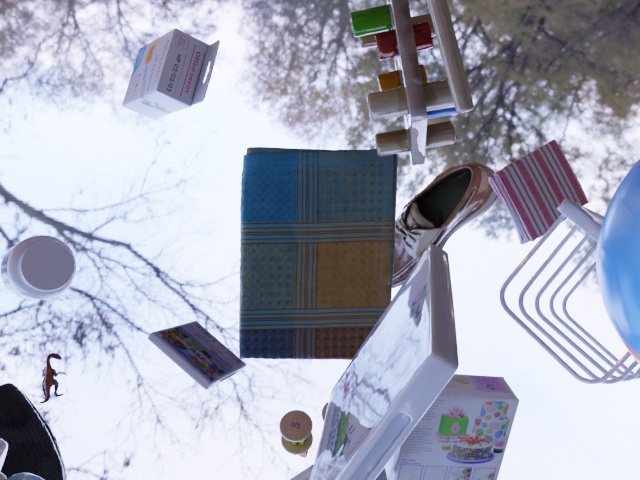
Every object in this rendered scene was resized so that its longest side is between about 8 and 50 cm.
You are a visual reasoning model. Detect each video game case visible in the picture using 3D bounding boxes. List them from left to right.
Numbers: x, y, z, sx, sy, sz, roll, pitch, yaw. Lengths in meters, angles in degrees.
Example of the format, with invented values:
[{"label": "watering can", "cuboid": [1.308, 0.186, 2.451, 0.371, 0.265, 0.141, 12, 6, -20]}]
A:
[{"label": "video game case", "cuboid": [-0.139, 0.129, 0.776, 0.087, 0.011, 0.122, 39, -173, 10]}, {"label": "video game case", "cuboid": [0.037, 0.087, 0.415, 0.019, 0.143, 0.157, 30, -159, -2]}]

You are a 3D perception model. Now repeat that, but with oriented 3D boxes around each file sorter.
[{"label": "file sorter", "cuboid": [0.407, 0.085, 0.941, 0.278, 0.173, 0.193, 11, -150, -51]}]

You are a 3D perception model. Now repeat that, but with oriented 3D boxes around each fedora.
[{"label": "fedora", "cuboid": [-0.569, 0.385, 1.227, 0.153, 0.334, 0.334, -29, -116, -23]}]

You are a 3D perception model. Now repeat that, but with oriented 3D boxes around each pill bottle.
[{"label": "pill bottle", "cuboid": [-0.486, 0.047, 1.166, 0.112, 0.187, 0.111, 3, -95, -29]}]

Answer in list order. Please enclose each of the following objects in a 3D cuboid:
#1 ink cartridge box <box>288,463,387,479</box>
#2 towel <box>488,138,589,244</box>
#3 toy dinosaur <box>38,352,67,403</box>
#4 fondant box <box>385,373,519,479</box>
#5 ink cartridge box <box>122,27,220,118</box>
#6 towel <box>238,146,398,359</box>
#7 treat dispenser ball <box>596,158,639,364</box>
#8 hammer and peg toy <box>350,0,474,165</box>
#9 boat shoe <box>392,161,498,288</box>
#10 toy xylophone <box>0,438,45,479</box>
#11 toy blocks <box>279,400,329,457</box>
[{"label": "ink cartridge box", "cuboid": [0.005, 0.584, 1.418, 0.121, 0.289, 0.211, 50, -169, -18]}, {"label": "towel", "cuboid": [0.408, -0.093, 1.252, 0.197, 0.029, 0.144, -29, -87, -30]}, {"label": "toy dinosaur", "cuboid": [-0.511, 0.258, 1.284, 0.047, 0.090, 0.082, -6, -88, -14]}, {"label": "fondant box", "cuboid": [0.281, 0.461, 1.508, 0.239, 0.330, 0.096, 5, -158, -8]}, {"label": "ink cartridge box", "cuboid": [-0.232, -0.255, 1.031, 0.062, 0.181, 0.104, 20, -101, -35]}, {"label": "towel", "cuboid": [-0.006, 0.023, 1.173, 0.272, 0.369, 0.040, 1, -179, -2]}, {"label": "treat dispenser ball", "cuboid": [0.397, 0.021, 0.590, 0.288, 0.288, 0.288, 18, -141, -15]}, {"label": "hammer and peg toy", "cuboid": [0.113, -0.257, 0.917, 0.128, 0.361, 0.265, -9, -98, 6]}, {"label": "boat shoe", "cuboid": [0.201, -0.038, 1.326, 0.122, 0.324, 0.120, 52, -161, 28]}, {"label": "toy xylophone", "cuboid": [-0.146, 0.287, 0.447, 0.323, 0.081, 0.236, 35, -167, -14]}, {"label": "toy blocks", "cuboid": [-0.002, 0.325, 1.102, 0.123, 0.148, 0.054, -13, -130, -7]}]
